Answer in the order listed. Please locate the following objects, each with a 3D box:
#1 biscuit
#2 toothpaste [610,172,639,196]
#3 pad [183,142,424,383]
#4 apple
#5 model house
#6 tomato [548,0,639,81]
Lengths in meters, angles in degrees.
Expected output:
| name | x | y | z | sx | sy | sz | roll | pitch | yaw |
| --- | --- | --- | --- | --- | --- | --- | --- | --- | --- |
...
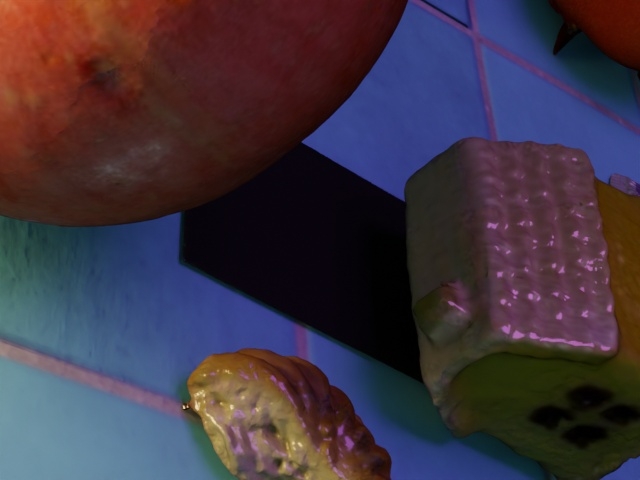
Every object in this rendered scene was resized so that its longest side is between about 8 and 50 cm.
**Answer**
| name | x | y | z | sx | sy | sz | roll | pitch | yaw |
| --- | --- | --- | --- | --- | --- | --- | --- | --- | --- |
| biscuit | -0.002 | 0.135 | 1.043 | 0.183 | 0.061 | 0.118 | 54 | 34 | -1 |
| toothpaste | 0.387 | 0.045 | 1.560 | 0.299 | 0.073 | 0.114 | 32 | 40 | -16 |
| pad | 0.000 | 0.000 | 1.197 | 0.245 | 0.006 | 0.170 | 29 | 42 | -32 |
| apple | -0.118 | -0.184 | 0.923 | 0.364 | 0.364 | 0.364 | 29 | 43 | -31 |
| model house | 0.160 | 0.039 | 1.196 | 0.234 | 0.174 | 0.193 | 32 | 42 | -38 |
| tomato | 0.333 | -0.284 | 1.626 | 0.255 | 0.224 | 0.256 | 17 | 46 | -18 |
